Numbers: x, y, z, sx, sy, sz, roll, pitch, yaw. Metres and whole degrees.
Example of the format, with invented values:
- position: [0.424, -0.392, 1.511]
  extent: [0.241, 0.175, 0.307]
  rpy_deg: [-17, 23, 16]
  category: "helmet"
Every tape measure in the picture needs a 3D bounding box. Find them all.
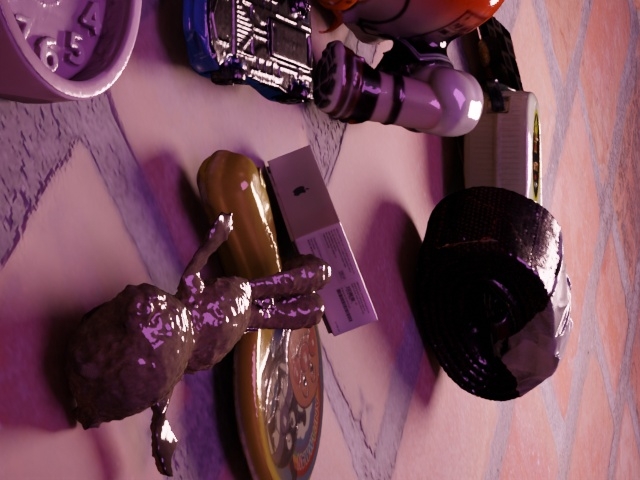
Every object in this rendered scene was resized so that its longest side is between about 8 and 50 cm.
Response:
- position: [0.251, -0.119, 2.019]
  extent: [0.235, 0.115, 0.207]
  rpy_deg: [-9, 96, -77]
  category: "tape measure"

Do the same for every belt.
- position: [0.222, 0.062, 1.827]
  extent: [0.164, 0.184, 0.289]
  rpy_deg: [-77, 160, -44]
  category: "belt"

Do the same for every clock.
- position: [-0.193, -0.188, 0.954]
  extent: [0.197, 0.068, 0.196]
  rpy_deg: [-3, 90, -68]
  category: "clock"

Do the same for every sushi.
- position: [0.251, -0.248, 2.094]
  extent: [0.139, 0.031, 0.201]
  rpy_deg: [-122, -171, -52]
  category: "sushi"

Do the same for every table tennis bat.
- position: [-0.046, 0.078, 1.320]
  extent: [0.224, 0.054, 0.368]
  rpy_deg: [-70, 153, -52]
  category: "table tennis bat"

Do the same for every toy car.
- position: [-0.067, -0.178, 1.278]
  extent: [0.216, 0.063, 0.103]
  rpy_deg: [8, 80, -62]
  category: "toy car"

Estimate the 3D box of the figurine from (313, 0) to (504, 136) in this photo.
- position: [0.111, -0.277, 1.556]
  extent: [0.320, 0.196, 0.323]
  rpy_deg: [-4, 101, -62]
  category: "figurine"

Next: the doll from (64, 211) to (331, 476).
- position: [-0.085, 0.056, 1.116]
  extent: [0.286, 0.091, 0.202]
  rpy_deg: [-38, 155, -35]
  category: "doll"

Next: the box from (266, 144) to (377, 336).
- position: [0.000, 0.000, 1.377]
  extent: [0.129, 0.051, 0.130]
  rpy_deg: [-109, 179, -51]
  category: "box"
